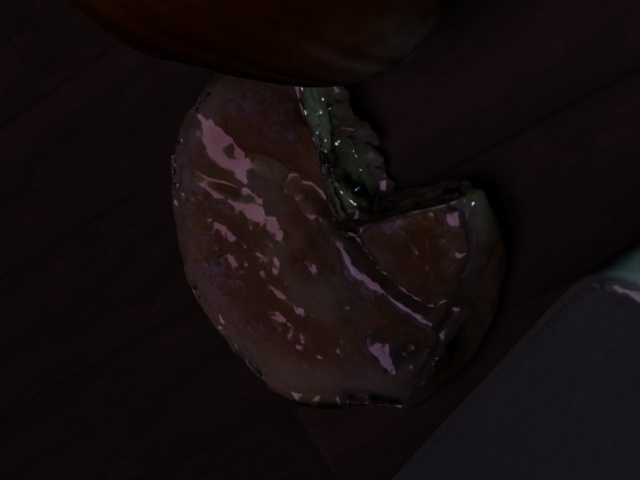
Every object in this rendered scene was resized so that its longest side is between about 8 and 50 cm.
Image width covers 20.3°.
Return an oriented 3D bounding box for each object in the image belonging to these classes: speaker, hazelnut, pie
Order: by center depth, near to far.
[{"bbox_3d":[-0.053,-0.268,1.288,0.372,0.315,0.372,25,147,18],"label":"hazelnut"},{"bbox_3d":[0.202,0.162,1.379,0.183,0.184,0.406,44,128,8],"label":"speaker"},{"bbox_3d":[0.000,0.000,1.512,0.337,0.075,0.337,17,124,27],"label":"pie"}]
